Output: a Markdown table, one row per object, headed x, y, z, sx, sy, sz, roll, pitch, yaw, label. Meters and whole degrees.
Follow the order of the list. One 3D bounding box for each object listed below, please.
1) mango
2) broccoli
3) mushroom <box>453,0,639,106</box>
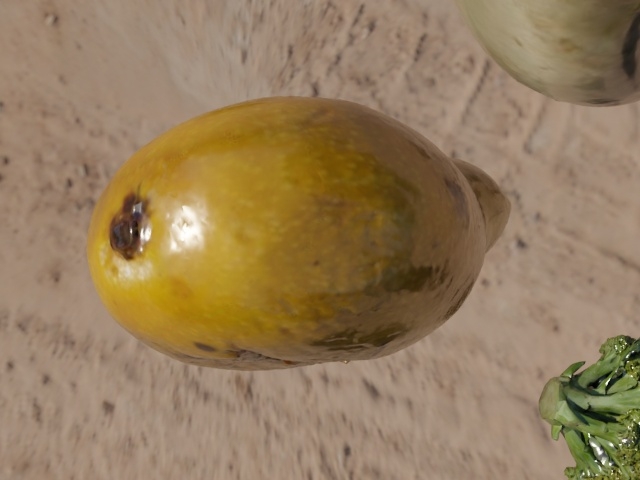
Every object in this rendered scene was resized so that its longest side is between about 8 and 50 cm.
| x | y | z | sx | sy | sz | roll | pitch | yaw | label |
| --- | --- | --- | --- | --- | --- | --- | --- | --- | --- |
| 0.001 | 0.006 | 0.759 | 0.177 | 0.295 | 0.120 | -16 | 77 | 25 | mango |
| 0.232 | 0.138 | 1.197 | 0.120 | 0.131 | 0.130 | 13 | 71 | -14 | broccoli |
| 0.150 | -0.128 | 0.568 | 0.204 | 0.204 | 0.204 | 0 | 94 | -3 | mushroom |
